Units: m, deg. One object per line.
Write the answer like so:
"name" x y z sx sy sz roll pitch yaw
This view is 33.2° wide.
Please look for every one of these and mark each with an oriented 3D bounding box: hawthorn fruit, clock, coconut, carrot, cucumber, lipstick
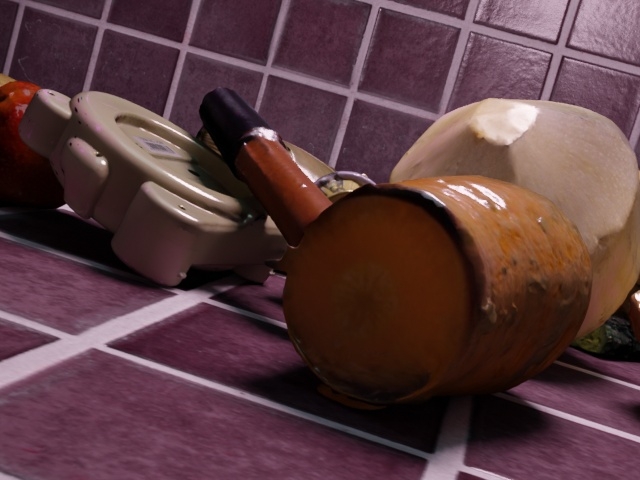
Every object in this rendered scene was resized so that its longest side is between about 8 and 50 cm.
"hawthorn fruit" -0.395 -0.119 1.437 0.173 0.173 0.179 19 -16 27
"clock" -0.203 -0.069 1.324 0.309 0.114 0.284 38 17 22
"coconut" 0.252 -0.029 1.387 0.352 0.352 0.352 16 7 -2
"carrot" 0.128 0.042 1.034 0.224 0.224 0.341 20 7 28
"cucumber" 0.460 0.143 1.632 0.211 0.062 0.078 9 9 -45
"lipstick" -0.058 -0.078 1.276 0.077 0.077 0.418 12 23 -30

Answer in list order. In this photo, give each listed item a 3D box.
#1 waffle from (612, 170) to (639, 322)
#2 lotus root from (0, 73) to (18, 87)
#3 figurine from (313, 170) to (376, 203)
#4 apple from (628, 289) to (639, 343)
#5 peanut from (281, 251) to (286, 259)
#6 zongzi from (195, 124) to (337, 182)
"waffle" 0.464 0.017 1.689 0.376 0.261 0.114 24 46 -30
"lotus root" -0.577 -0.219 1.841 0.160 0.146 0.284 35 11 -10
"figurine" 0.035 0.003 1.325 0.128 0.184 0.208 -13 9 -3
"apple" 0.541 0.130 1.197 0.314 0.252 0.309 15 22 -40
"peanut" 0.000 0.000 1.515 0.298 0.120 0.136 18 31 13
"zongzi" -0.035 -0.056 1.633 0.289 0.154 0.317 25 5 -37
